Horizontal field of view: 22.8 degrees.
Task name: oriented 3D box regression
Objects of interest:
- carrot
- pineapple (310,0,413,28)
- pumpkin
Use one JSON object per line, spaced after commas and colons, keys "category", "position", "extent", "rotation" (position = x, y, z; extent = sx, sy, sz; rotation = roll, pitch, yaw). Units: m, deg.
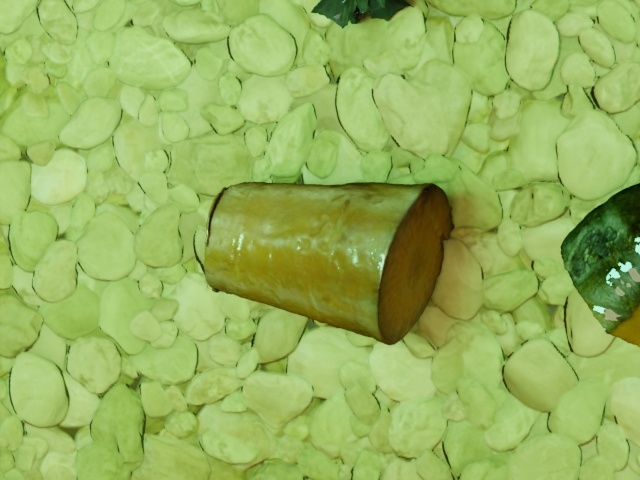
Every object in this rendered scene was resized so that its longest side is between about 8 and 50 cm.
{"category": "carrot", "position": [0.000, 0.000, 1.817], "extent": [0.254, 0.196, 0.196], "rotation": [14, 103, 23]}
{"category": "pineapple", "position": [0.032, -0.379, 1.777], "extent": [0.130, 0.119, 0.277], "rotation": [-10, 97, 4]}
{"category": "pumpkin", "position": [0.387, 0.066, 1.665], "extent": [0.139, 0.190, 0.280], "rotation": [-43, 83, 20]}
